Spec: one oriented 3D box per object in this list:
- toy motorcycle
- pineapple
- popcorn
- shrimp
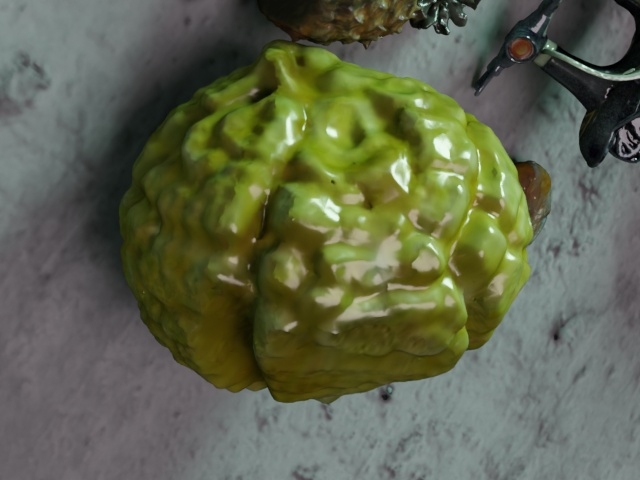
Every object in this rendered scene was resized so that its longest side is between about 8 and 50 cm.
[{"bbox_3d":[0.230,-0.188,1.196,0.157,0.091,0.263,19,98,-7],"label":"toy motorcycle"},{"bbox_3d":[0.045,-0.184,1.092,0.197,0.108,0.108,-5,113,-46],"label":"pineapple"},{"bbox_3d":[0.000,0.000,1.048,0.270,0.224,0.258,-32,134,30],"label":"popcorn"},{"bbox_3d":[0.122,0.010,1.261,0.190,0.042,0.101,-43,135,-14],"label":"shrimp"}]
